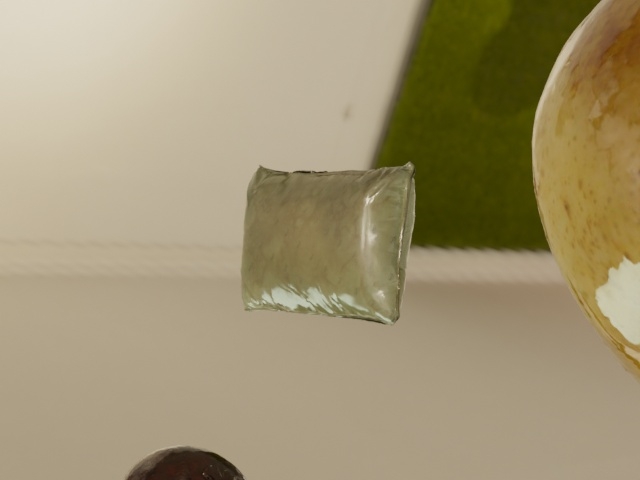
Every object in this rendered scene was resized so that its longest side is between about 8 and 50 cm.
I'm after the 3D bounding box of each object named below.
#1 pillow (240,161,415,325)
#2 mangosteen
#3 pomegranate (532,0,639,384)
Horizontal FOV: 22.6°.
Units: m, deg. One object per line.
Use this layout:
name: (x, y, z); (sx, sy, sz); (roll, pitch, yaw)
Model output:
pillow: (0.000, 0.000, 1.891); (0.075, 0.184, 0.302); (6, 177, -39)
mangosteen: (-0.180, 0.367, 2.089); (0.210, 0.209, 0.210); (16, -167, -4)
pomegranate: (0.341, -0.025, 1.045); (0.417, 0.416, 0.416); (16, -167, -4)
